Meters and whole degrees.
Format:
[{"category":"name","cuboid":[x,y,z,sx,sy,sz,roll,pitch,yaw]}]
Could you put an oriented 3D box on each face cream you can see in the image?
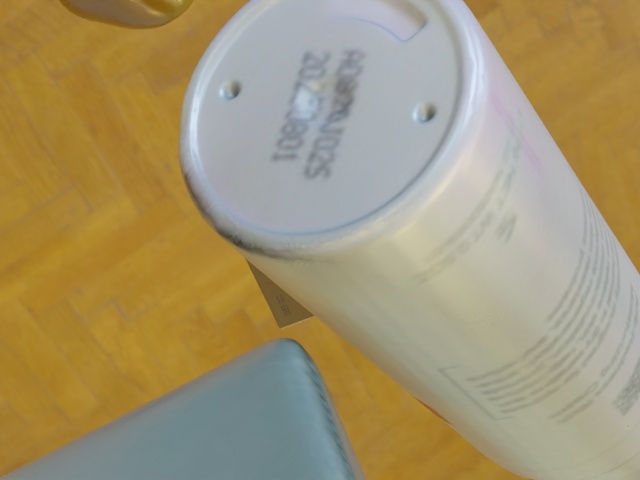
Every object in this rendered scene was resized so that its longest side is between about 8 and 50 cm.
[{"category":"face cream","cuboid":[0.070,0.024,0.530,0.102,0.102,0.345,-44,147,1]}]

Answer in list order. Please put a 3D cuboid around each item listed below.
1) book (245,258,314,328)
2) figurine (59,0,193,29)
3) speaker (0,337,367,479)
[{"category":"book","cuboid":[0.000,0.000,1.158,0.012,0.172,0.118,-28,95,-48]},{"category":"figurine","cuboid":[-0.182,-0.263,0.463,0.268,0.387,0.401,-61,175,0]},{"category":"speaker","cuboid":[-0.026,0.208,0.279,0.184,0.406,0.183,-22,120,-1]}]
